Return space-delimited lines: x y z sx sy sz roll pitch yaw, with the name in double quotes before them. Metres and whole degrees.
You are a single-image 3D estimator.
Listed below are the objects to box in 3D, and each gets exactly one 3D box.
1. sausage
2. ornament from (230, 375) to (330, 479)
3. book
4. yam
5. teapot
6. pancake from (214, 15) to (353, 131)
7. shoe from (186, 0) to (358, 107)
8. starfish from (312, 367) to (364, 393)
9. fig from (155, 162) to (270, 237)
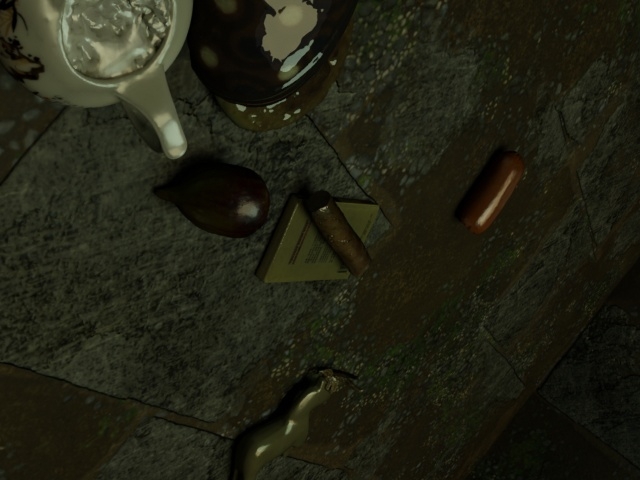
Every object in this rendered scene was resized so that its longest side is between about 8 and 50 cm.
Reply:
"sausage" 0.373 -0.105 1.601 0.198 0.076 0.076 -58 146 5
"ornament" -0.076 0.399 1.532 0.230 0.061 0.245 -22 140 -38
"book" 0.000 0.000 1.288 0.230 0.026 0.161 1 119 -51
"yam" 0.036 -0.007 1.253 0.057 0.056 0.241 -47 146 -9
"teapot" -0.207 -0.214 0.727 0.208 0.165 0.300 -48 139 -25
"pancake" -0.043 -0.255 0.977 0.241 0.050 0.242 -30 137 -32
"shoe" -0.036 -0.330 0.757 0.384 0.171 0.237 -61 168 6
"starfish" 0.027 0.289 1.570 0.133 0.041 0.130 -23 135 28
"fig" -0.146 -0.056 1.005 0.154 0.103 0.109 1 142 -11
